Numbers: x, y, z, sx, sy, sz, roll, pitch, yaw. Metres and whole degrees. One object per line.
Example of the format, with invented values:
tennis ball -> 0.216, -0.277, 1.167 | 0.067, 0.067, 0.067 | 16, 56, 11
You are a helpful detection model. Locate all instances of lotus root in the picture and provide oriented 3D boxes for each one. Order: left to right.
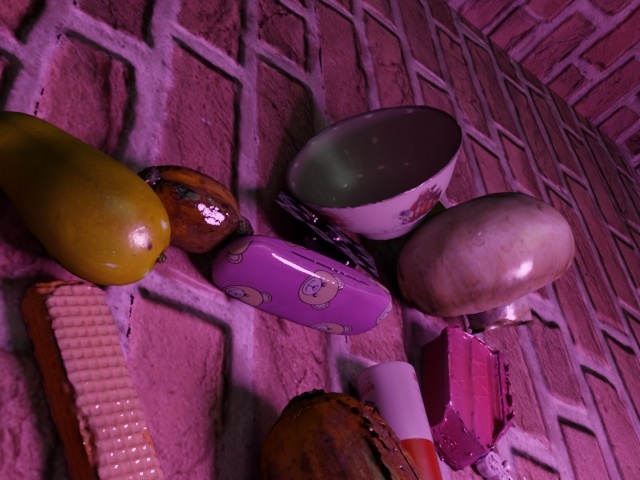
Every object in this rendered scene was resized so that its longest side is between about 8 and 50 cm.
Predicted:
lotus root -> -0.191, -0.043, 1.098 | 0.209, 0.120, 0.120 | 28, 38, -30
lotus root -> 0.060, 0.368, 0.891 | 0.397, 0.195, 0.179 | 58, -2, 25

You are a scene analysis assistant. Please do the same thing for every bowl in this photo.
bowl -> 0.117, -0.105, 1.389 | 0.337, 0.337, 0.158 | -79, 153, -51

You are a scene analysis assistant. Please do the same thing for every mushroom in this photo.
mushroom -> 0.314, 0.049, 1.412 | 0.352, 0.352, 0.260 | -6, 81, -52

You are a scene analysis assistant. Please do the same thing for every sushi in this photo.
sushi -> 0.000, 0.000, 1.307 | 0.219, 0.047, 0.231 | 37, 8, -5

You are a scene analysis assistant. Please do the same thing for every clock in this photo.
clock -> 0.318, 0.423, 1.277 | 0.087, 0.041, 0.129 | -17, 75, -51

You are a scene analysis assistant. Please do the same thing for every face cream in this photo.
face cream -> 0.121, 0.300, 1.121 | 0.095, 0.096, 0.214 | 22, 41, -35

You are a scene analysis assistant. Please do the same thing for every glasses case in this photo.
glasses case -> -0.022, 0.076, 1.161 | 0.316, 0.123, 0.076 | 24, 40, -33

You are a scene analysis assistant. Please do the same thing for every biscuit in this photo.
biscuit -> -0.241, 0.209, 0.824 | 0.094, 0.054, 0.379 | 3, 53, -50

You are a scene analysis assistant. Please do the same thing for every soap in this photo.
soap -> 0.259, 0.281, 1.301 | 0.162, 0.099, 0.250 | 37, 33, -17

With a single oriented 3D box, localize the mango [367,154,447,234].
mango -> 0.166, -0.108, 1.568 | 0.289, 0.129, 0.146 | 49, 20, 4

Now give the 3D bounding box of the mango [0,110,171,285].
mango -> -0.313, -0.057, 0.930 | 0.293, 0.143, 0.175 | 39, 6, 13
